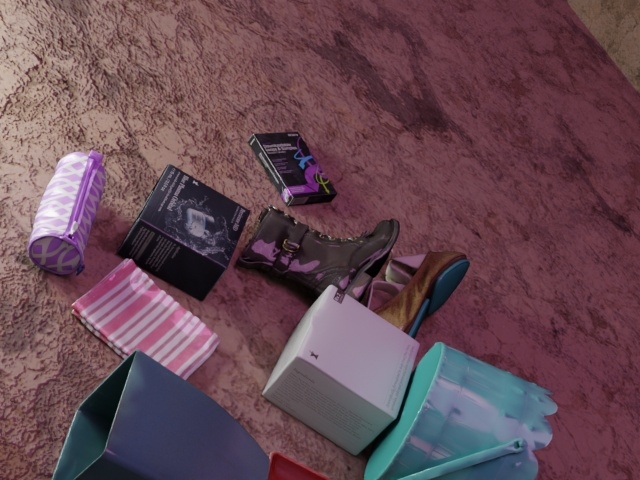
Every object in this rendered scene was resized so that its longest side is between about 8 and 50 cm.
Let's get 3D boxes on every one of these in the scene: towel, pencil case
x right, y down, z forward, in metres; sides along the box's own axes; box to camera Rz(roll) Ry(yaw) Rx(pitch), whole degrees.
[{"bbox_3d":[-0.254,0.125,1.516,0.197,0.029,0.144,40,39,2],"label":"towel"},{"bbox_3d":[-0.378,-0.044,1.539,0.086,0.088,0.206,24,40,-21],"label":"pencil case"}]

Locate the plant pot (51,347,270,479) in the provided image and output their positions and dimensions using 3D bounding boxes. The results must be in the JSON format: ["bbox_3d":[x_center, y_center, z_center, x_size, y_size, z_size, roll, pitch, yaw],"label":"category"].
[{"bbox_3d":[-0.193,0.289,1.302,0.234,0.165,0.165,32,38,-20],"label":"plant pot"}]

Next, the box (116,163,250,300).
[{"bbox_3d":[-0.215,-0.015,1.635,0.158,0.093,0.156,31,39,-11],"label":"box"}]

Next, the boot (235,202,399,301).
[{"bbox_3d":[0.000,0.000,1.773,0.229,0.091,0.263,30,45,6],"label":"boot"}]

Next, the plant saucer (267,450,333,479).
[{"bbox_3d":[0.015,0.437,1.375,0.258,0.047,0.259,30,29,-10],"label":"plant saucer"}]

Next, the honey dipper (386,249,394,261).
[{"bbox_3d":[0.067,0.032,1.861,0.161,0.030,0.030,-7,57,-41],"label":"honey dipper"}]

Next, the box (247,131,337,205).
[{"bbox_3d":[-0.053,-0.138,1.937,0.116,0.029,0.162,-9,56,-43],"label":"box"}]

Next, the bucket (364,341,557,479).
[{"bbox_3d":[0.198,0.297,1.507,0.183,0.281,0.281,28,39,0],"label":"bucket"}]

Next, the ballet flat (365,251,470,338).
[{"bbox_3d":[0.154,0.096,1.822,0.124,0.116,0.342,26,40,16],"label":"ballet flat"}]

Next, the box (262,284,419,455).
[{"bbox_3d":[0.035,0.200,1.595,0.182,0.119,0.181,34,39,-5],"label":"box"}]
